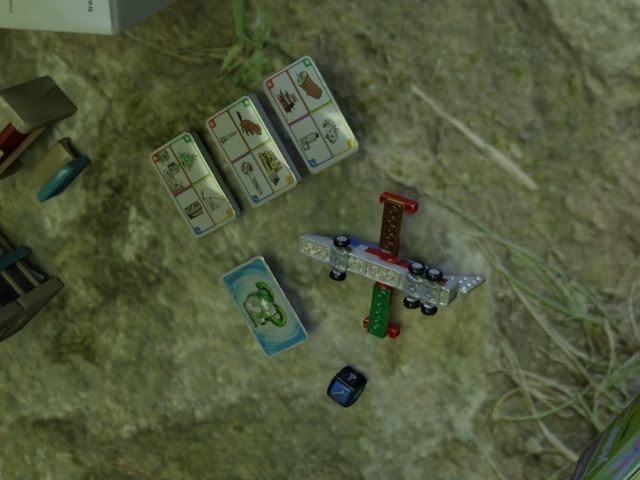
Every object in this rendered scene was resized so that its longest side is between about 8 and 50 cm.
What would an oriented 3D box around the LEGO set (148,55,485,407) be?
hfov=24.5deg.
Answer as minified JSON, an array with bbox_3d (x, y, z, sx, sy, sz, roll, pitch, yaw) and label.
[{"bbox_3d":[0.000,0.000,1.104,0.182,0.060,0.244,-28,93,38],"label":"LEGO set"}]

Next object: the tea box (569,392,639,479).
[{"bbox_3d":[0.358,0.184,0.911,0.329,0.220,0.323,41,115,5],"label":"tea box"}]

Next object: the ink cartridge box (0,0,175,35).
[{"bbox_3d":[-0.223,-0.226,1.018,0.273,0.197,0.114,7,115,19],"label":"ink cartridge box"}]

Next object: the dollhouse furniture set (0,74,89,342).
[{"bbox_3d":[-0.256,-0.010,1.139,0.184,0.129,0.129,-42,88,26],"label":"dollhouse furniture set"}]
